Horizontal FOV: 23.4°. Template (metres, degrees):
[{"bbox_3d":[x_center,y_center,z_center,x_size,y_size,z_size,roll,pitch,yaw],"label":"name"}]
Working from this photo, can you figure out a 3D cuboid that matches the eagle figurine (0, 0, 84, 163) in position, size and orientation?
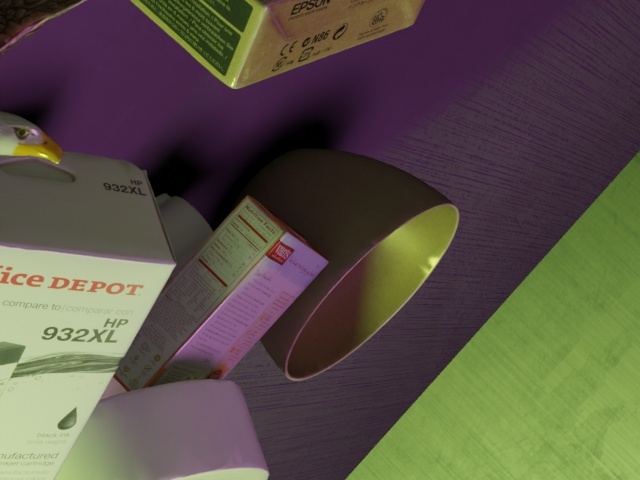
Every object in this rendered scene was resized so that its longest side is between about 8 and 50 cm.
[{"bbox_3d":[-0.273,-0.118,1.083,0.226,0.225,0.298,6,-102,62],"label":"eagle figurine"}]

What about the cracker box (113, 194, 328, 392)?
[{"bbox_3d":[-0.108,0.072,1.628,0.232,0.067,0.155,-47,159,2],"label":"cracker box"}]

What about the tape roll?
[{"bbox_3d":[-0.201,0.241,1.608,0.286,0.100,0.286,-17,163,-5],"label":"tape roll"}]

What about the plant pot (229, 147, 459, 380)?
[{"bbox_3d":[0.000,0.000,1.848,0.284,0.191,0.284,-40,162,-16],"label":"plant pot"}]

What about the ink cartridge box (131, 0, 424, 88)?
[{"bbox_3d":[-0.045,-0.234,1.241,0.234,0.193,0.088,-27,153,-45],"label":"ink cartridge box"}]

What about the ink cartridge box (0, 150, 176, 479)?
[{"bbox_3d":[-0.293,0.072,1.339,0.223,0.129,0.307,7,131,-33],"label":"ink cartridge box"}]

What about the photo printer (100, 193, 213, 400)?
[{"bbox_3d":[-0.256,0.112,1.665,0.307,0.107,0.256,-36,159,-28],"label":"photo printer"}]
